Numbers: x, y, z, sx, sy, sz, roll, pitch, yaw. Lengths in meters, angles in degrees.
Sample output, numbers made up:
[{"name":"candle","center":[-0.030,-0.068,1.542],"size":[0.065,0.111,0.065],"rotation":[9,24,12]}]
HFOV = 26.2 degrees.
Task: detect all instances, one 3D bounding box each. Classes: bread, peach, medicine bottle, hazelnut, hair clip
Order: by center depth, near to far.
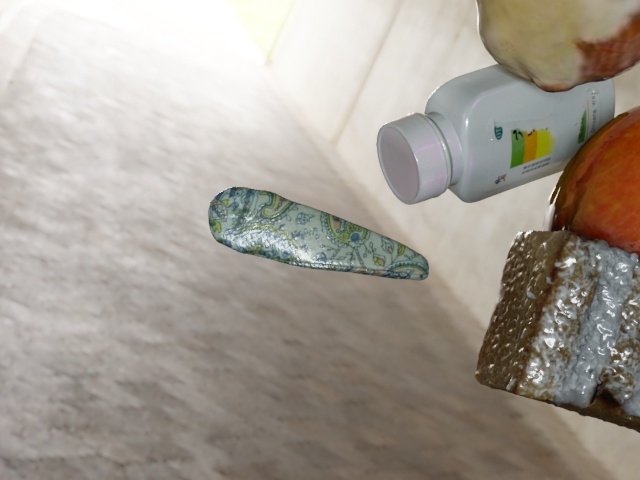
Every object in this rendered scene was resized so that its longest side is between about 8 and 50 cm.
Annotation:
[{"name":"hair clip","center":[0.000,-0.001,1.350],"size":[0.229,0.066,0.036],"rotation":[15,-11,-5]},{"name":"bread","center":[0.360,0.125,1.362],"size":[0.416,0.165,0.113],"rotation":[19,-7,-23]},{"name":"hazelnut","center":[0.293,-0.299,1.542],"size":[0.261,0.261,0.241],"rotation":[24,19,-6]},{"name":"peach","center":[0.436,0.000,1.683],"size":[0.372,0.373,0.290],"rotation":[18,30,-36]},{"name":"medicine bottle","center":[0.222,-0.138,1.718],"size":[0.296,0.161,0.111],"rotation":[-18,39,-21]}]
